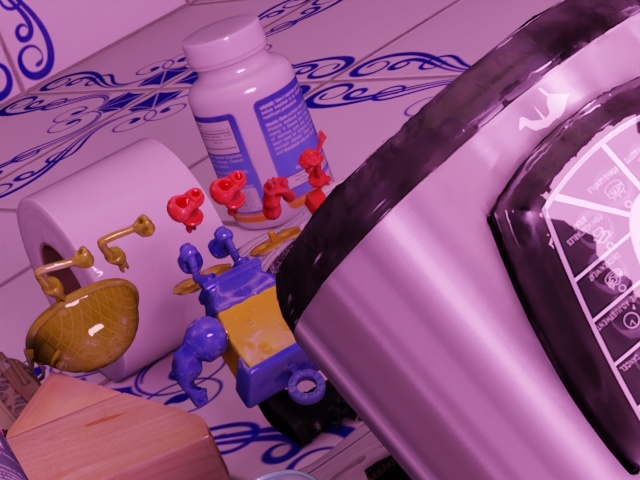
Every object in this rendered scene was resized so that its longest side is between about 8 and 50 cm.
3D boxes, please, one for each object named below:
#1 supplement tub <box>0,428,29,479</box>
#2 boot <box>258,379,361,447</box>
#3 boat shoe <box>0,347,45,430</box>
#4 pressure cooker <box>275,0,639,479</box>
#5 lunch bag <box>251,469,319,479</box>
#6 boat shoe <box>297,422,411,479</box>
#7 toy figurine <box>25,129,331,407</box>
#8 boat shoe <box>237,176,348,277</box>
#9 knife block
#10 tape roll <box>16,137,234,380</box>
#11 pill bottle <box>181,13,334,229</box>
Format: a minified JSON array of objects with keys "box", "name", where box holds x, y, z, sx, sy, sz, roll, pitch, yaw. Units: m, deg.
[{"box":[-0.317,0.270,1.371,0.191,0.191,0.272,-26,41,-15],"name":"supplement tub"},{"box":[-0.004,0.158,1.657,0.099,0.045,0.121,-30,29,-18],"name":"boot"},{"box":[-0.327,0.195,1.809,0.089,0.105,0.285,-19,30,-16],"name":"boat shoe"},{"box":[0.226,0.075,1.134,0.370,0.420,0.375,-46,-12,34],"name":"pressure cooker"},{"box":[-0.059,0.303,1.176,0.279,0.108,0.224,-28,43,-13],"name":"lunch bag"},{"box":[0.026,0.233,1.378,0.088,0.096,0.267,-8,15,42],"name":"boat shoe"},{"box":[-0.083,0.078,1.611,0.362,0.217,0.191,-27,-24,-25],"name":"toy figurine"},{"box":[-0.001,-0.001,2.033,0.227,0.079,0.081,-33,32,-19],"name":"boat shoe"},{"box":[-0.257,0.255,1.569,0.275,0.088,0.242,13,54,27],"name":"knife block"},{"box":[-0.227,0.023,1.931,0.169,0.246,0.246,-30,22,-23],"name":"tape roll"},{"box":[-0.091,-0.165,2.238,0.152,0.272,0.152,-18,20,7],"name":"pill bottle"}]
